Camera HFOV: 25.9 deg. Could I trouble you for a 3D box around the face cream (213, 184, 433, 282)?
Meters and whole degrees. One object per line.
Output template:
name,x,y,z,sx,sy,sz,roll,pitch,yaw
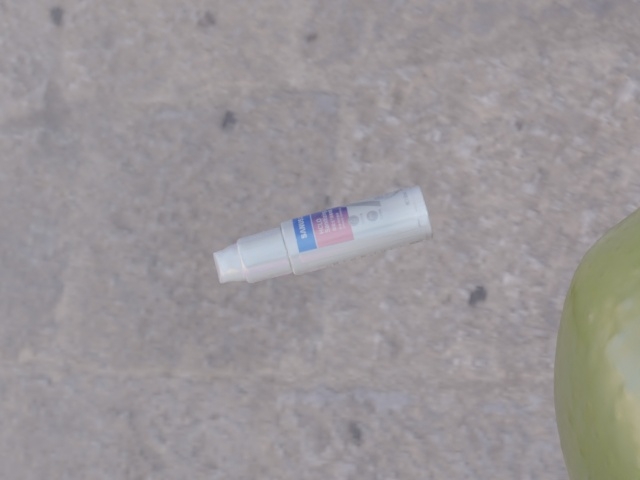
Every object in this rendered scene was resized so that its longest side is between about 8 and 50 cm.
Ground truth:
face cream,0.000,0.000,0.821,0.130,0.034,0.034,-16,70,2

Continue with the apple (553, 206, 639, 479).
apple,0.288,0.097,0.626,0.357,0.357,0.357,-8,77,37
